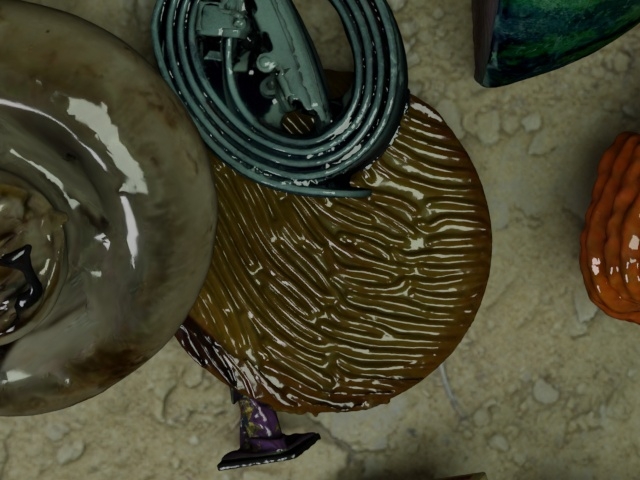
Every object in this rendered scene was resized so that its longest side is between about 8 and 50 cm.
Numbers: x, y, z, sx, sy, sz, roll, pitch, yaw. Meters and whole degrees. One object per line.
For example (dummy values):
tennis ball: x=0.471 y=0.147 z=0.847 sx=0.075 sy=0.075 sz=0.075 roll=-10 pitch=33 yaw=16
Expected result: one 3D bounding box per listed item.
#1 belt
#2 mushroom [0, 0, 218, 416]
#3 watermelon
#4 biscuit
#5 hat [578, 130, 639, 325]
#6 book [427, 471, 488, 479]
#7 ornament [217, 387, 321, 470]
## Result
belt: x=-0.028 y=-0.152 z=1.600 sx=0.206 sy=0.116 sz=0.267 roll=-34 pitch=84 yaw=4
mushroom: x=-0.269 y=-0.017 z=1.524 sx=0.362 sy=0.294 sz=0.362 roll=1 pitch=111 yaw=2
watermelon: x=0.247 y=-0.290 z=1.580 sx=0.222 sy=0.292 sz=0.319 roll=0 pitch=95 yaw=-7
biscuit: x=0.000 y=0.000 z=1.670 sx=0.318 sy=0.040 sz=0.318 roll=0 pitch=88 yaw=-1
hat: x=0.370 y=-0.109 z=1.674 sx=0.285 sy=0.285 sz=0.400 roll=3 pitch=85 yaw=-12
book: x=0.081 y=0.309 z=1.759 sx=0.231 sy=0.026 sz=0.161 roll=-13 pitch=109 yaw=30
ornament: x=-0.079 y=0.113 z=1.726 sx=0.081 sy=0.088 sz=0.203 roll=-19 pitch=95 yaw=19
